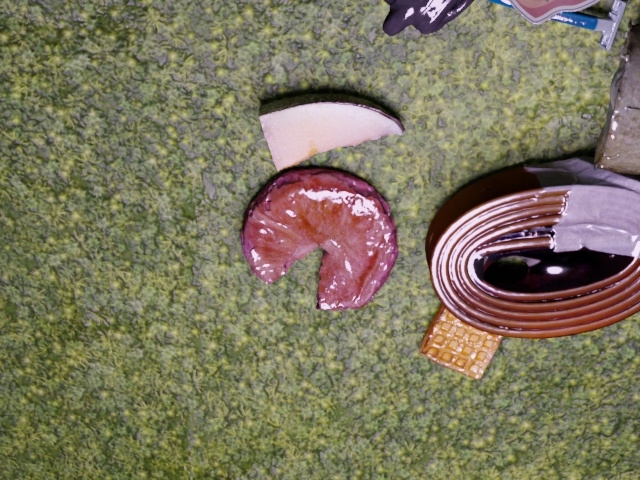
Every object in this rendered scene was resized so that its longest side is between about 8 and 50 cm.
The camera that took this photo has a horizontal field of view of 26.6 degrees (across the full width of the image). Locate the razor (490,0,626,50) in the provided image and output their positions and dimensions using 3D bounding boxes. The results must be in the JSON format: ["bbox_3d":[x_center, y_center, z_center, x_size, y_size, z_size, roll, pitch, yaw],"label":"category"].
[{"bbox_3d":[0.285,-0.293,1.705,0.191,0.037,0.068,15,116,-3],"label":"razor"}]

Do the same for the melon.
[{"bbox_3d":[0.013,-0.156,1.784,0.182,0.054,0.098,-16,119,12],"label":"melon"}]

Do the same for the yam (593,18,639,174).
[{"bbox_3d":[0.497,-0.164,1.668,0.300,0.195,0.195,6,115,2],"label":"yam"}]

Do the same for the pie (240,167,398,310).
[{"bbox_3d":[0.000,0.000,1.854,0.219,0.054,0.204,14,115,-2],"label":"pie"}]

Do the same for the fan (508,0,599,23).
[{"bbox_3d":[0.248,-0.331,1.682,0.220,0.009,0.132,-14,93,7],"label":"fan"}]

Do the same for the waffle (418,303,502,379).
[{"bbox_3d":[0.211,0.115,1.897,0.102,0.042,0.148,22,115,-6],"label":"waffle"}]

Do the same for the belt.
[{"bbox_3d":[0.308,0.006,1.776,0.339,0.122,0.217,-9,106,4],"label":"belt"}]

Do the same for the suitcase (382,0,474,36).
[{"bbox_3d":[0.167,-0.400,1.495,0.188,0.345,0.339,43,109,-2],"label":"suitcase"}]
